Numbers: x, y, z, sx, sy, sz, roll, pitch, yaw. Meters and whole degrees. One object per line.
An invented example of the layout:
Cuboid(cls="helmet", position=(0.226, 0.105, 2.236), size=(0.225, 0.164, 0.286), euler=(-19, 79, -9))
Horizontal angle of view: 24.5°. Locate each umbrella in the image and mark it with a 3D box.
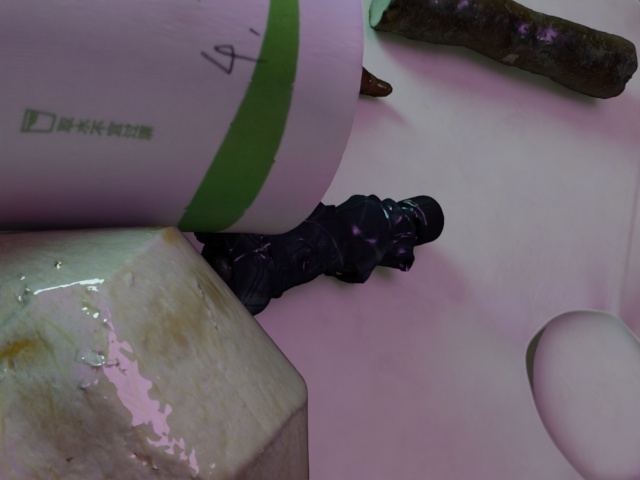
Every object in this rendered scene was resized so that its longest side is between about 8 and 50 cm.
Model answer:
Cuboid(cls="umbrella", position=(-0.001, -0.003, 1.028), size=(0.224, 0.080, 0.071), euler=(-14, 40, -42))

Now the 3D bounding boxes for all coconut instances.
Cuboid(cls="coconut", position=(-0.130, 0.097, 0.785), size=(0.241, 0.241, 0.241), euler=(16, 58, -27))

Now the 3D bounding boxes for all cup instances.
Cuboid(cls="cup", position=(-0.134, -0.113, 0.851), size=(0.274, 0.253, 0.253), euler=(6, 63, -27))

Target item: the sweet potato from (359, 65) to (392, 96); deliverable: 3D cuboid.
Cuboid(cls="sweet potato", position=(-0.030, -0.119, 1.080), size=(0.214, 0.050, 0.050), euler=(-12, 74, -41))

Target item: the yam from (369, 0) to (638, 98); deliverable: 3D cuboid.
Cuboid(cls="yam", position=(0.153, -0.173, 1.227), size=(0.253, 0.061, 0.061), euler=(12, 60, -29))
